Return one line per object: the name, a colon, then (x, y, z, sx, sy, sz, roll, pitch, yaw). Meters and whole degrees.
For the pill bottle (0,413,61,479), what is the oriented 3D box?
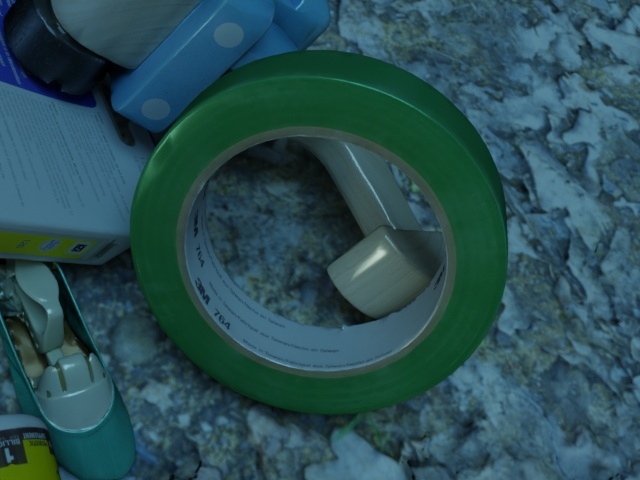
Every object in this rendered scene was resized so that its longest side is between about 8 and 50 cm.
pill bottle: (-0.250, 0.254, 0.787, 0.117, 0.117, 0.215, -13, 71, -21)

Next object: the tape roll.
tape roll: (0.000, 0.000, 0.868, 0.321, 0.321, 0.077, 25, 28, -4)

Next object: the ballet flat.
ballet flat: (-0.236, 0.098, 0.879, 0.083, 0.087, 0.247, -23, 75, -25)

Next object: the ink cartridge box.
ink cartridge box: (-0.283, -0.121, 0.914, 0.307, 0.072, 0.304, 12, 48, -59)

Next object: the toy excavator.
toy excavator: (-0.058, -0.171, 0.984, 0.445, 0.222, 0.433, 26, 38, -35)
